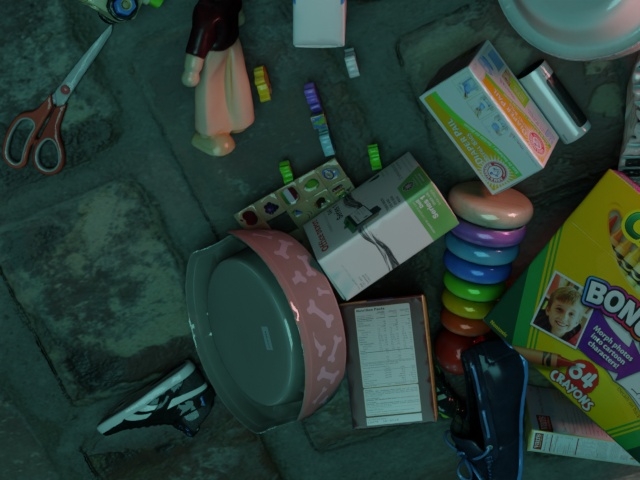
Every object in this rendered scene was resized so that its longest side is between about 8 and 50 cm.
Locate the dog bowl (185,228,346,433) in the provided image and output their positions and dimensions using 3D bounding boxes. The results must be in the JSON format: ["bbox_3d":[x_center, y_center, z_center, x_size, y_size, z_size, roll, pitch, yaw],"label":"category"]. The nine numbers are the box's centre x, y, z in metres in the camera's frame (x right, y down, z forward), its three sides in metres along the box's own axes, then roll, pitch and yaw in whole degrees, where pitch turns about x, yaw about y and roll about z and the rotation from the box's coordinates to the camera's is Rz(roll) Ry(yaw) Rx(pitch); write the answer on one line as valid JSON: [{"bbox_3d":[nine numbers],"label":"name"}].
[{"bbox_3d":[-0.088,0.139,1.940,0.102,0.349,0.348,-18,111,-33],"label":"dog bowl"}]

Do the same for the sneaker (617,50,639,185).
[{"bbox_3d":[0.526,-0.192,1.887,0.110,0.118,0.292,1,128,3],"label":"sneaker"}]

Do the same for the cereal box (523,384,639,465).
[{"bbox_3d":[0.462,0.313,2.017,0.240,0.173,0.047,8,110,3],"label":"cereal box"}]

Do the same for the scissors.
[{"bbox_3d":[-0.441,-0.241,1.985,0.109,0.021,0.297,24,110,-2],"label":"scissors"}]

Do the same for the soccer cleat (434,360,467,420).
[{"bbox_3d":[0.199,0.254,2.079,0.179,0.060,0.072,32,105,-3],"label":"soccer cleat"}]

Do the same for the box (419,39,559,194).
[{"bbox_3d":[0.268,-0.193,1.884,0.103,0.114,0.203,-30,105,37],"label":"box"}]

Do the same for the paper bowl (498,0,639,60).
[{"bbox_3d":[0.393,-0.406,1.754,0.284,0.148,0.284,4,99,27],"label":"paper bowl"}]

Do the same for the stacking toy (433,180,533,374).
[{"bbox_3d":[0.249,0.074,1.985,0.141,0.141,0.330,11,114,1],"label":"stacking toy"}]

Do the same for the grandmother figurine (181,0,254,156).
[{"bbox_3d":[-0.156,-0.313,1.843,0.104,0.207,0.342,6,130,5],"label":"grandmother figurine"}]

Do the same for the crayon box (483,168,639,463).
[{"bbox_3d":[0.490,0.123,1.837,0.363,0.106,0.313,43,109,18],"label":"crayon box"}]

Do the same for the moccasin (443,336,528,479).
[{"bbox_3d":[0.267,0.314,2.015,0.117,0.138,0.342,-7,109,-16],"label":"moccasin"}]

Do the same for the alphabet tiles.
[{"bbox_3d":[0.000,0.000,2.015,0.198,0.009,0.237,-29,115,12],"label":"alphabet tiles"}]

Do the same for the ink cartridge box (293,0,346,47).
[{"bbox_3d":[0.000,-0.377,1.818,0.082,0.190,0.139,1,108,3],"label":"ink cartridge box"}]

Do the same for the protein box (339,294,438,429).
[{"bbox_3d":[0.115,0.195,1.962,0.136,0.200,0.201,-6,87,6],"label":"protein box"}]

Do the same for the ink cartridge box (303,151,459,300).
[{"bbox_3d":[0.092,-0.024,1.911,0.219,0.160,0.092,-35,114,4],"label":"ink cartridge box"}]

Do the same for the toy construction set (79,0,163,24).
[{"bbox_3d":[-0.330,-0.465,1.850,0.328,0.151,0.215,24,83,-11],"label":"toy construction set"}]

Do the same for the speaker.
[{"bbox_3d":[0.373,-0.222,1.911,0.055,0.055,0.136,-35,102,14],"label":"speaker"}]

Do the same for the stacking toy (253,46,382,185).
[{"bbox_3d":[-0.001,-0.196,1.950,0.167,0.052,0.221,-13,115,8],"label":"stacking toy"}]

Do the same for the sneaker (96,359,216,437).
[{"bbox_3d":[-0.284,0.317,2.124,0.217,0.079,0.121,-34,101,12],"label":"sneaker"}]
